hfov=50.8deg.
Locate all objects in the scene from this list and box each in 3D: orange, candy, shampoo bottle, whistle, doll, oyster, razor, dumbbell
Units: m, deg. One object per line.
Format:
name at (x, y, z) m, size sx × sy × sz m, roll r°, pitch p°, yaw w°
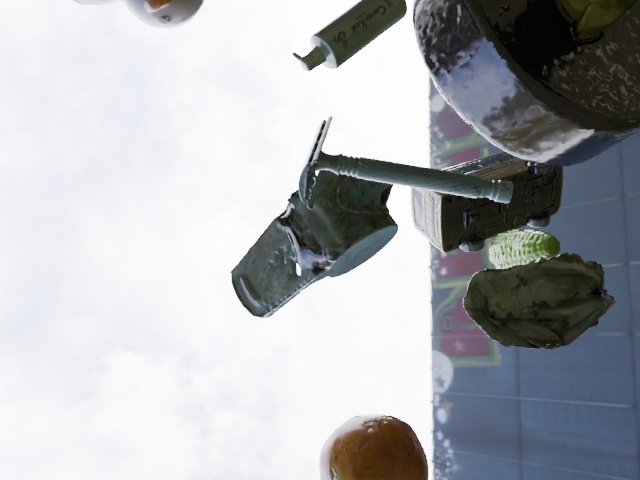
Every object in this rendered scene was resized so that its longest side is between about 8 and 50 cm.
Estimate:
orange at (0.114, 0.490, 1.436) m, size 0.240 × 0.240 × 0.239 m, roll 6°, pitch -101°, yaw -35°
candy at (0.413, 0.020, 1.340) m, size 0.097 × 0.209 × 0.096 m, roll 1°, pitch -94°, yaw -10°
shampoo bottle at (0.063, -0.433, 1.403) m, size 0.262 × 0.085 × 0.085 m, roll -40°, pitch -73°, yaw -17°
whistle at (-0.017, 0.002, 1.404) m, size 0.405 × 0.188 × 0.168 m, roll -35°, pitch -107°, yaw -1°
doll at (-0.269, -0.416, 0.990) m, size 0.221 × 0.221 × 0.251 m, roll 9°, pitch -143°, yaw -35°
oyster at (0.333, 0.084, 1.010) m, size 0.199 × 0.087 × 0.252 m, roll 37°, pitch -131°, yaw 12°
razor at (0.097, -0.070, 0.758) m, size 0.232 × 0.068 × 0.106 m, roll 11°, pitch -140°, yaw 5°
dumbbell at (0.219, -0.200, 0.405) m, size 0.204 × 0.322 × 0.203 m, roll 10°, pitch -115°, yaw -23°

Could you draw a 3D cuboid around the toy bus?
toy bus at (0.416, -0.113, 1.683) m, size 0.366 × 0.202 × 0.176 m, roll -17°, pitch -61°, yaw -20°
